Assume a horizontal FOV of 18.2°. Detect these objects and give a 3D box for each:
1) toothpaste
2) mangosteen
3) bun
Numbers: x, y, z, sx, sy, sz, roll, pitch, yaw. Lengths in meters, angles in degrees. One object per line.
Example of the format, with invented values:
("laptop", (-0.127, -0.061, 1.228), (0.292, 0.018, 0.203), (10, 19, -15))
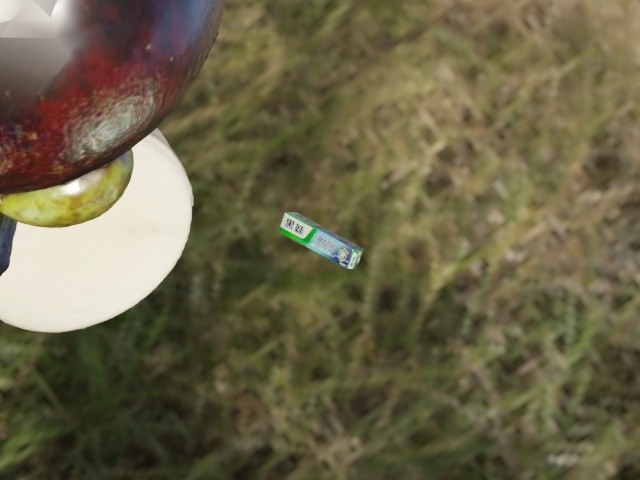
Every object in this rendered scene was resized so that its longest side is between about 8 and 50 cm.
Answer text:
("toothpaste", (0.000, 0.000, 1.749), (0.083, 0.020, 0.017), (29, 16, 33))
("mangosteen", (-0.202, -0.159, 1.254), (0.330, 0.330, 0.330), (47, 19, -22))
("bun", (-0.275, -0.052, 2.092), (0.263, 0.263, 0.175), (39, 11, -38))
